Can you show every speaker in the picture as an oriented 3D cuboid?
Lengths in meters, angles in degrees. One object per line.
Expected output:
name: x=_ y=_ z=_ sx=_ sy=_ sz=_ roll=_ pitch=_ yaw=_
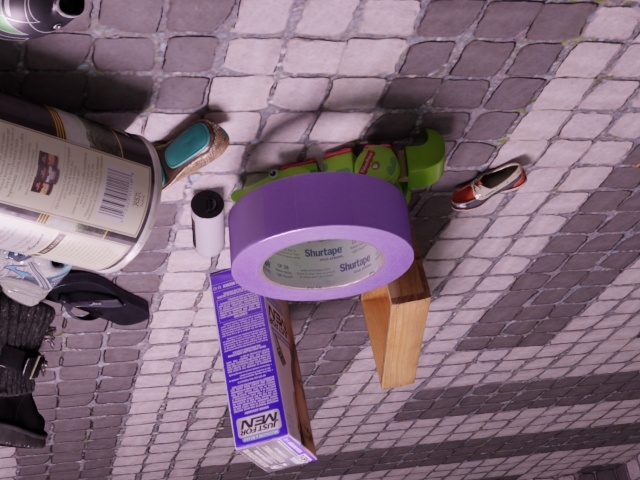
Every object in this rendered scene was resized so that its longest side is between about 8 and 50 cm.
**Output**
speaker: x=-0.181 y=-0.027 z=1.736 sx=0.055 sy=0.055 sz=0.136 roll=-7 pitch=154 yaw=-8

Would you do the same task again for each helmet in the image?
helmet: x=-0.313 y=-0.281 z=1.069 sx=0.169 sy=0.169 sz=0.161 roll=2 pitch=135 yaw=-25

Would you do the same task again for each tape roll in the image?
tape roll: x=0.000 y=0.000 z=1.617 sx=0.275 sy=0.090 sz=0.275 roll=-4 pitch=156 yaw=-2

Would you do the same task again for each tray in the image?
tray: x=0.131 y=0.103 z=1.945 sx=0.076 sy=0.203 sz=0.411 roll=-10 pitch=153 yaw=-5

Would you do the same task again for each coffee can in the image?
coffee can: x=-0.375 y=-0.079 z=1.394 sx=0.201 sy=0.201 sz=0.275 roll=-31 pitch=147 yaw=35

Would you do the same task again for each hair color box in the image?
hair color box: x=-0.105 y=0.231 z=1.953 sx=0.110 sy=0.339 sz=0.185 roll=-15 pitch=153 yaw=9

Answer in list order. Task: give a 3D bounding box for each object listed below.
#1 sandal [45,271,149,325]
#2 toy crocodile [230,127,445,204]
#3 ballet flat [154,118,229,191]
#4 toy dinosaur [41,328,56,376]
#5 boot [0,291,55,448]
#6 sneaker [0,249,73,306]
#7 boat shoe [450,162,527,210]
sandal: x=-0.398 y=0.115 z=1.930 sx=0.097 sy=0.054 sz=0.254 roll=-26 pitch=150 yaw=27
toy crocodile: x=0.029 y=-0.093 z=1.655 sx=0.341 sy=0.105 sz=0.115 roll=-12 pitch=154 yaw=13
ballet flat: x=-0.212 y=-0.109 z=1.554 sx=0.206 sy=0.073 sz=0.067 roll=-23 pitch=166 yaw=30
toy dinosaur: x=-0.570 y=0.204 z=2.039 sx=0.118 sy=0.064 sz=0.268 roll=11 pitch=143 yaw=-25
boot: x=-0.545 y=0.234 z=1.908 sx=0.131 sy=0.260 sz=0.348 roll=7 pitch=166 yaw=-4
sneaker: x=-0.485 y=0.009 z=1.657 sx=0.122 sy=0.110 sz=0.283 roll=-36 pitch=159 yaw=9
boat shoe: x=0.277 y=-0.091 z=1.795 sx=0.137 sy=0.049 sz=0.043 roll=-22 pitch=149 yaw=15
